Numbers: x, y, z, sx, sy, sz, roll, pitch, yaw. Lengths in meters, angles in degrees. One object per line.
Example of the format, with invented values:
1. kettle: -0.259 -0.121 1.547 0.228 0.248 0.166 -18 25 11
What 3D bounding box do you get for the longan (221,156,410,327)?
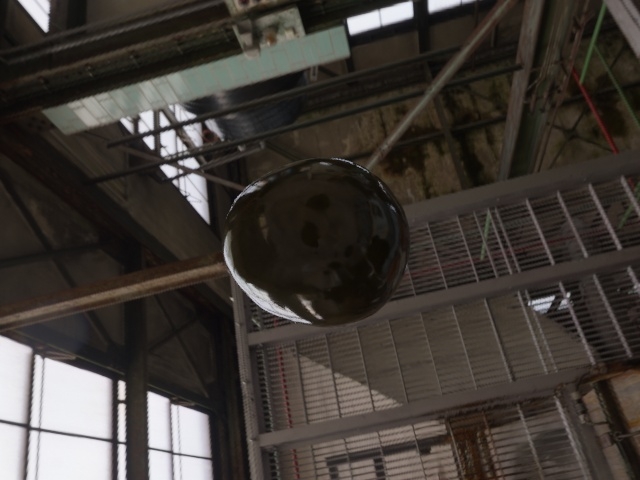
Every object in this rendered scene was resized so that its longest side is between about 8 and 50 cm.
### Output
1. longan: 0.000 0.000 0.611 0.212 0.198 0.198 7 -119 -24
